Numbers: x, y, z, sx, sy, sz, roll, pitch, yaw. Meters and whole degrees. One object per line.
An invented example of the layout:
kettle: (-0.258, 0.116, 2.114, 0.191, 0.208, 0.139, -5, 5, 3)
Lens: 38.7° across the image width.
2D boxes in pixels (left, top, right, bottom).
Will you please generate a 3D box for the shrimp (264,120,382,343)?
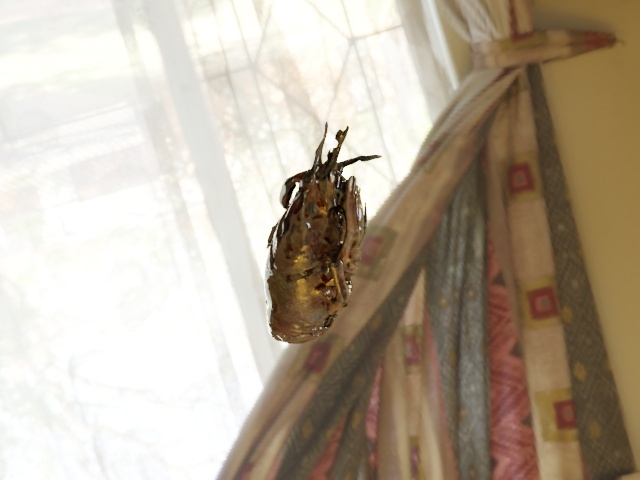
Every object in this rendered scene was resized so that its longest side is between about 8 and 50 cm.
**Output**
shrimp: (-0.001, 0.000, 0.603, 0.075, 0.190, 0.073, 23, -138, 22)
